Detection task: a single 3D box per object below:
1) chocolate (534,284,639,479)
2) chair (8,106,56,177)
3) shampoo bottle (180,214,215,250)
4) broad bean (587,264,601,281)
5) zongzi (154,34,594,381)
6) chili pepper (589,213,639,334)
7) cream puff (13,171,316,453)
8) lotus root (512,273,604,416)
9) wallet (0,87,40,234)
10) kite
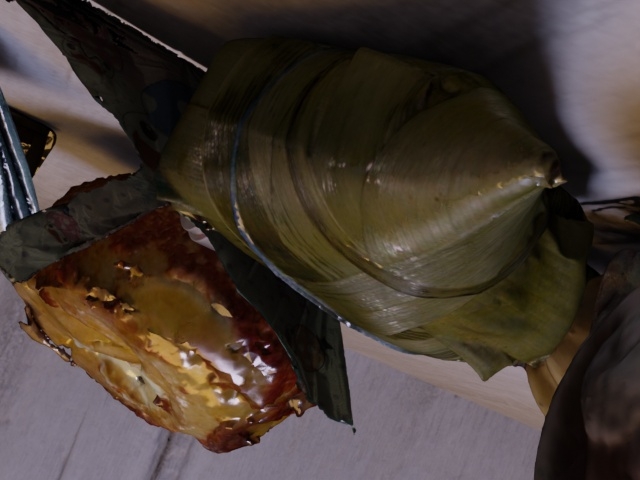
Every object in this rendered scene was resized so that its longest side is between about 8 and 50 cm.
[{"bbox_3d":[0.205,0.105,0.450,0.213,0.303,0.303,44,169,-5],"label":"chocolate"},{"bbox_3d":[-0.385,-0.091,1.177,0.160,0.319,0.186,24,127,-19],"label":"chair"},{"bbox_3d":[0.000,0.000,0.865,0.303,0.092,0.092,26,171,-26],"label":"shampoo bottle"},{"bbox_3d":[0.218,0.065,0.784,0.325,0.067,0.075,29,-153,-12],"label":"broad bean"},{"bbox_3d":[0.084,0.001,0.516,0.251,0.125,0.274,28,172,-33],"label":"zongzi"},{"bbox_3d":[0.171,0.060,0.606,0.041,0.153,0.050,11,178,-2],"label":"chili pepper"},{"bbox_3d":[-0.132,0.060,1.115,0.351,0.228,0.350,29,152,17],"label":"cream puff"},{"bbox_3d":[0.242,0.092,0.676,0.257,0.140,0.154,24,140,4],"label":"lotus root"},{"bbox_3d":[-0.396,-0.121,0.884,0.342,0.075,0.237,20,139,21],"label":"wallet"},{"bbox_3d":[-0.078,-0.035,0.593,0.335,0.011,0.314,51,-152,6],"label":"kite"}]
